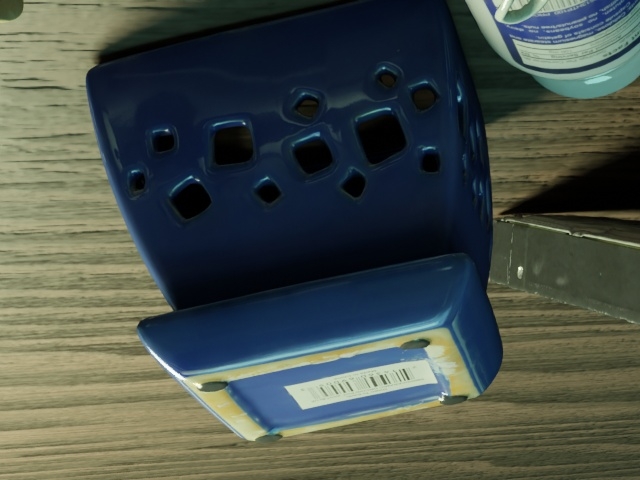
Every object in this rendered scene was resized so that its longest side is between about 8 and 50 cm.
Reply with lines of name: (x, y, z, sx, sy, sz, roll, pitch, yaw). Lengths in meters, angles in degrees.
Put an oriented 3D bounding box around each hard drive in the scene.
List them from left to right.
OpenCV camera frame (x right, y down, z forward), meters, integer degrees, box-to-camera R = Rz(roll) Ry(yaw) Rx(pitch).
hard drive: (0.300, 0.024, 1.207, 0.237, 0.064, 0.339, 2, -176, -17)

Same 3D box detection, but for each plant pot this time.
plant pot: (0.000, 0.000, 1.039, 0.236, 0.212, 0.236, -12, 157, 7)

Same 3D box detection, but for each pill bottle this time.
pill bottle: (0.128, -0.150, 0.856, 0.112, 0.112, 0.187, -15, 158, 14)

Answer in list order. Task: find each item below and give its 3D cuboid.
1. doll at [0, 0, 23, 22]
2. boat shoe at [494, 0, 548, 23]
doll: (-0.246, -0.108, 0.894, 0.129, 0.046, 0.189, -3, 165, -40)
boat shoe: (0.079, -0.157, 0.703, 0.306, 0.105, 0.113, 3, 168, 23)
